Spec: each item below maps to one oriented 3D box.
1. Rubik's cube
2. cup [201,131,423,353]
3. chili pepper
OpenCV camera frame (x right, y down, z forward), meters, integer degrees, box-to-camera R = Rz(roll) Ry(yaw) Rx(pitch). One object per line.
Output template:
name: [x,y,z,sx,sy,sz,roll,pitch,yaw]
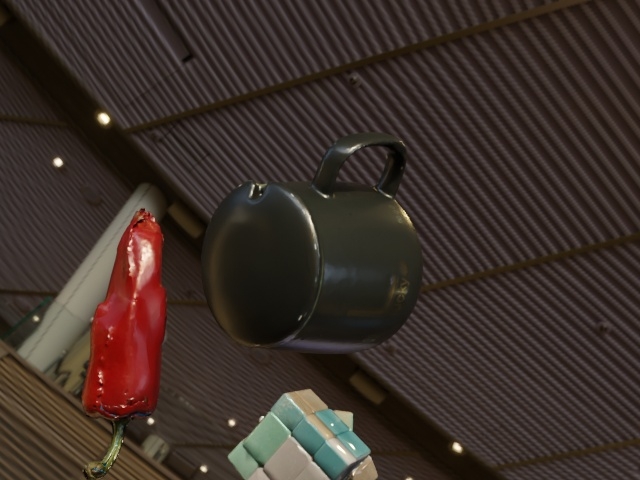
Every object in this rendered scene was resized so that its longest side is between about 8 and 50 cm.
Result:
Rubik's cube: [-0.012,0.143,0.433,0.084,0.073,0.075,-35,-108,16]
cup: [0.000,0.000,0.609,0.169,0.176,0.223,36,-69,39]
chili pepper: [-0.277,0.138,0.942,0.110,0.387,0.110,4,-11,1]
